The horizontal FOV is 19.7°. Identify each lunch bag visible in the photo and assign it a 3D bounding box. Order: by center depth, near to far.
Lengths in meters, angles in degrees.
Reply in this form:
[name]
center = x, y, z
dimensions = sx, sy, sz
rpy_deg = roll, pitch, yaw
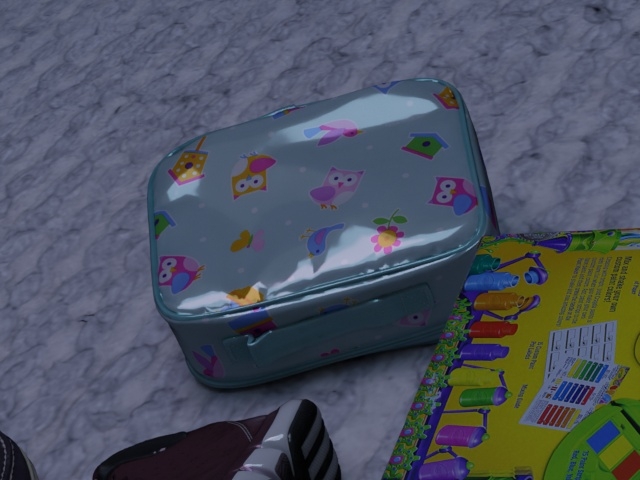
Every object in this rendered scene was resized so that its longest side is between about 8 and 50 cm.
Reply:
[lunch bag]
center = 0.000, 0.000, 1.444
dimensions = 0.279, 0.108, 0.224
rpy_deg = -16, 47, 7

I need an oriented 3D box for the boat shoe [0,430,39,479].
[boat shoe]
center = -0.266, 0.213, 1.251
dimensions = 0.103, 0.092, 0.285
rpy_deg = -5, 32, 16

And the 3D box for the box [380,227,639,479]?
[box]
center = 0.208, 0.137, 1.060
dimensions = 0.279, 0.177, 0.290
rpy_deg = -3, 31, 23

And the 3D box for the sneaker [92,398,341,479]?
[sneaker]
center = -0.100, 0.206, 1.193
dimensions = 0.163, 0.106, 0.281
rpy_deg = -9, 19, 23
